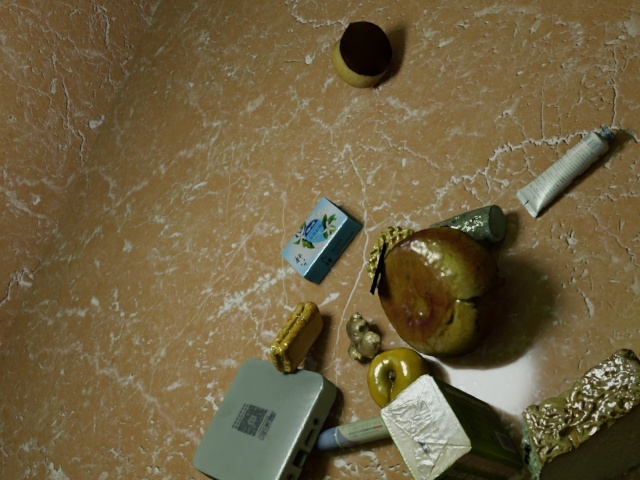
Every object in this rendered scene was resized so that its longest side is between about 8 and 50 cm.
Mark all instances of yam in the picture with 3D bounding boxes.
[{"bbox_3d":[0.387,-0.021,1.853,0.194,0.107,0.107,-21,56,30],"label":"yam"}]

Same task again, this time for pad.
[{"bbox_3d":[0.155,0.075,1.878,0.003,0.211,0.143,15,86,9],"label":"pad"}]

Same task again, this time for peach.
[{"bbox_3d":[0.201,0.360,1.813,0.179,0.103,0.179,-14,68,41],"label":"peach"}]

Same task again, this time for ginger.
[{"bbox_3d":[0.112,0.257,1.919,0.214,0.058,0.133,138,136,-71],"label":"ginger"}]

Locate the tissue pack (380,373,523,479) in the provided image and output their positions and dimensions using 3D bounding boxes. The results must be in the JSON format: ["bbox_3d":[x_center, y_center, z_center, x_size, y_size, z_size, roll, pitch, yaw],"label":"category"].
[{"bbox_3d":[0.294,0.444,1.570,0.167,0.274,0.200,-44,47,15],"label":"tissue pack"}]

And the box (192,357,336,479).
[{"bbox_3d":[-0.159,0.528,1.992,0.373,0.090,0.367,4,58,45],"label":"box"}]

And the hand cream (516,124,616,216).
[{"bbox_3d":[0.619,-0.178,1.776,0.276,0.059,0.095,-43,49,21],"label":"hand cream"}]

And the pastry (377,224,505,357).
[{"bbox_3d":[0.294,0.126,1.762,0.355,0.163,0.356,20,118,43],"label":"pastry"}]

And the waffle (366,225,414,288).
[{"bbox_3d":[0.203,0.054,2.004,0.149,0.051,0.194,12,77,46],"label":"waffle"}]

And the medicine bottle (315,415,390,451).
[{"bbox_3d":[0.095,0.508,1.857,0.230,0.059,0.059,-24,55,30],"label":"medicine bottle"}]

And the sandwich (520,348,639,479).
[{"bbox_3d":[0.544,0.376,1.405,0.325,0.262,0.131,-39,43,18],"label":"sandwich"}]

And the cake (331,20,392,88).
[{"bbox_3d":[0.122,-0.601,2.327,0.185,0.208,0.178,-32,8,-22],"label":"cake"}]

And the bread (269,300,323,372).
[{"bbox_3d":[-0.070,0.277,2.033,0.083,0.114,0.211,9,42,28],"label":"bread"}]

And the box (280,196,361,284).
[{"bbox_3d":[0.000,0.000,2.183,0.232,0.083,0.142,-52,47,5],"label":"box"}]
